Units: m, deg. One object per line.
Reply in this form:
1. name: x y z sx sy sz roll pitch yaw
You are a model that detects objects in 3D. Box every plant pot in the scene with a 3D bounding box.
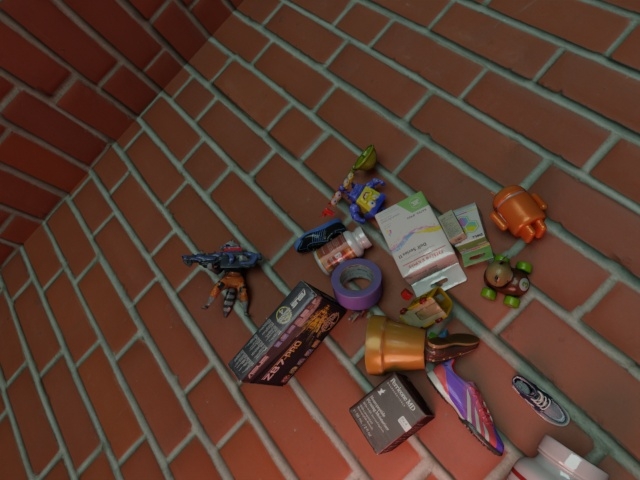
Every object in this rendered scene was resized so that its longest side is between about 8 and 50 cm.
1. plant pot: 0.264 0.361 1.560 0.187 0.205 0.205 0 71 19

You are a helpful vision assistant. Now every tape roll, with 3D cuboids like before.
1. tape roll: 0.138 0.163 1.719 0.188 0.080 0.189 -6 46 6

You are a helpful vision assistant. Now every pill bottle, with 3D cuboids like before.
1. pill bottle: 0.092 0.039 1.807 0.216 0.121 0.121 -34 60 10
2. pill bottle: 0.590 0.751 1.235 0.229 0.229 0.408 31 86 31

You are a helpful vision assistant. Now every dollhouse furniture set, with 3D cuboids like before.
1. dollhouse furniture set: 0.144 0.257 1.765 0.114 0.090 0.081 -88 21 -44

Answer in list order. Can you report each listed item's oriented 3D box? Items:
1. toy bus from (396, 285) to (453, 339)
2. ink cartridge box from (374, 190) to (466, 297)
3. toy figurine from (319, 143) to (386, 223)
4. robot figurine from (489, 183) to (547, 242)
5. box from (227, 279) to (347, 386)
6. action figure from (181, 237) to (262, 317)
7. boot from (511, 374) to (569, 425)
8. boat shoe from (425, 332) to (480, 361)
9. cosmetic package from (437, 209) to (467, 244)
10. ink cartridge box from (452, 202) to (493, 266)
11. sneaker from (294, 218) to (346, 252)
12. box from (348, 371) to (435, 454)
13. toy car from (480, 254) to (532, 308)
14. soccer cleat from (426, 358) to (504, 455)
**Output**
1. toy bus: 0.364 0.243 1.608 0.202 0.191 0.104 14 34 28
2. ink cartridge box: 0.366 0.022 1.685 0.207 0.119 0.354 -28 61 12
3. toy figurine: 0.183 -0.184 1.869 0.217 0.191 0.363 34 69 -3
4. robot figurine: 0.685 -0.101 1.581 0.158 0.128 0.220 -43 57 29
5. box: -0.106 0.349 1.667 0.395 0.318 0.097 -49 58 0
6. action figure: -0.427 0.150 1.984 0.341 0.179 0.331 6 66 1
7. boot: 0.661 0.486 1.386 0.190 0.086 0.069 37 89 31
8. boat shoe: 0.432 0.355 1.511 0.073 0.206 0.073 -142 55 -64
9. cosmetic package: 0.466 -0.046 1.618 0.060 0.041 0.115 -31 47 21
10. ink cartridge box: 0.529 -0.022 1.627 0.108 0.062 0.209 -22 51 27
11. sneaker: 0.000 0.000 1.889 0.232 0.081 0.091 -31 54 10
12. box: 0.236 0.568 1.507 0.203 0.167 0.168 -41 59 6
13. toy car: 0.603 0.115 1.497 0.148 0.188 0.155 19 80 30
14. soccer cleat: 0.477 0.522 1.452 0.116 0.108 0.318 -40 57 1
